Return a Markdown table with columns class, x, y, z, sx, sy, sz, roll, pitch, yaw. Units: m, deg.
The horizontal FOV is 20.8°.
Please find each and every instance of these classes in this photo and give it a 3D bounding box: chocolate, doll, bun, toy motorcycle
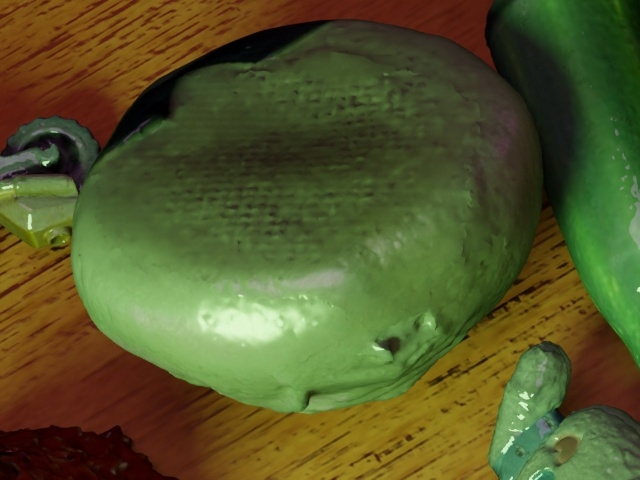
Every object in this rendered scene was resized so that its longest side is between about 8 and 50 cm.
| class | x | y | z | sx | sy | sz | roll | pitch | yaw |
| --- | --- | --- | --- | --- | --- | --- | --- | --- | --- |
| chocolate | 0.186 | -0.020 | 1.040 | 0.110 | 0.110 | 0.291 | -19 | 63 | 7 |
| doll | 0.156 | 0.159 | 0.974 | 0.103 | 0.071 | 0.214 | -34 | 66 | 23 |
| bun | 0.000 | 0.000 | 1.048 | 0.283 | 0.179 | 0.283 | -8 | 43 | 7 |
| toy motorcycle | -0.245 | 0.003 | 1.164 | 0.229 | 0.094 | 0.130 | -20 | 64 | -9 |

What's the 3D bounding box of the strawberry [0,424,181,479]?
| class | x | y | z | sx | sy | sz | roll | pitch | yaw |
| --- | --- | --- | --- | --- | --- | --- | --- | --- | --- |
| strawberry | -0.186 | 0.177 | 1.009 | 0.234 | 0.178 | 0.234 | -4 | 60 | 8 |
